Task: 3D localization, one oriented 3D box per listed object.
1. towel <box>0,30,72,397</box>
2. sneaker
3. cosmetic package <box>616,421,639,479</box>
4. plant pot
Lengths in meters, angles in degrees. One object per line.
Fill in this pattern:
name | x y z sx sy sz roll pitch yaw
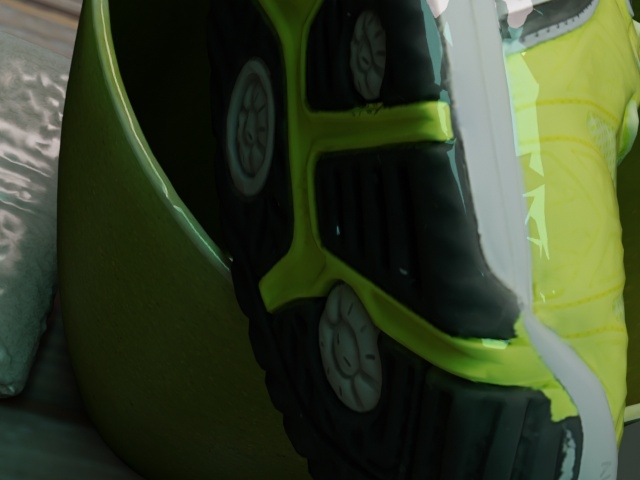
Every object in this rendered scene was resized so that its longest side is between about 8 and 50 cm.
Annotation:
towel | -0.248 -0.045 0.692 0.282 0.049 0.187 21 57 -15
sneaker | 0.048 -0.094 0.438 0.147 0.145 0.384 5 63 -23
cosmetic package | 0.278 0.049 0.694 0.155 0.365 0.197 -19 75 -31
plant pot | 0.000 0.000 0.632 0.275 0.293 0.274 11 59 -20
